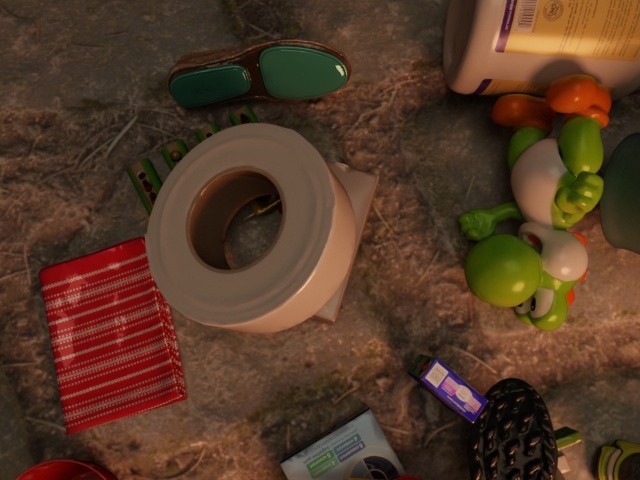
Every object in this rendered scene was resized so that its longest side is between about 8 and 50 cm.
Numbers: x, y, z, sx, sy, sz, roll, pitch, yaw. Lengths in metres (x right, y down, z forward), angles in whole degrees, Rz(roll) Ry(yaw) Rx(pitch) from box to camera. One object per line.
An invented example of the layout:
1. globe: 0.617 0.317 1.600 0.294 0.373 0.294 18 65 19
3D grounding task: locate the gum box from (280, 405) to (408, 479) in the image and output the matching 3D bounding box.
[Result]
1. gum box: 0.053 0.371 0.662 0.156 0.041 0.185 -30 79 -5

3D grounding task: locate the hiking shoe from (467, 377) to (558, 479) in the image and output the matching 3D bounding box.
1. hiking shoe: 0.266 0.351 0.624 0.113 0.132 0.304 0 74 19

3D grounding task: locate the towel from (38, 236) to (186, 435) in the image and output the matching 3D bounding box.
1. towel: -0.339 0.147 0.719 0.198 0.031 0.275 -16 79 -2

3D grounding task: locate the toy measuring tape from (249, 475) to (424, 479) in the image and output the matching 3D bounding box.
1. toy measuring tape: 0.056 0.382 0.597 0.329 0.121 0.122 -5 78 16

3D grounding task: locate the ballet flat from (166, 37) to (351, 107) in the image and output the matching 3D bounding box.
1. ballet flat: -0.107 -0.303 0.772 0.315 0.108 0.106 -4 45 -1

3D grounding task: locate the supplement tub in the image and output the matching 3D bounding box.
1. supplement tub: 0.382 -0.345 0.699 0.330 0.241 0.241 5 79 1

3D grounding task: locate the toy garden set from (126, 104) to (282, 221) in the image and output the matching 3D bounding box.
1. toy garden set: -0.183 -0.099 0.755 0.244 0.049 0.204 -30 80 -5

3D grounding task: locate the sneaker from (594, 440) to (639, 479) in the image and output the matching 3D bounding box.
1. sneaker: 0.554 0.379 0.611 0.299 0.121 0.111 17 80 4

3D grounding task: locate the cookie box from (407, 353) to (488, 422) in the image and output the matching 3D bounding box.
1. cookie box: 0.182 0.214 0.658 0.091 0.107 0.040 40 81 7

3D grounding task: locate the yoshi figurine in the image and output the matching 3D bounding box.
1. yoshi figurine: 0.310 -0.047 0.669 0.202 0.203 0.363 4 90 22

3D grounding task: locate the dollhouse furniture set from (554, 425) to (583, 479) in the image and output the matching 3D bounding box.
1. dollhouse furniture set: 0.366 0.356 0.642 0.058 0.076 0.152 -18 78 -2

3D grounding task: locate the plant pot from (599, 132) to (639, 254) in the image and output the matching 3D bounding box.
1. plant pot: 0.555 -0.057 0.608 0.271 0.255 0.272 -7 103 -33

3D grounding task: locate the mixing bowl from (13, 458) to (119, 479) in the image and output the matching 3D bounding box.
1. mixing bowl: -0.350 0.394 0.634 0.181 0.098 0.182 0 80 1

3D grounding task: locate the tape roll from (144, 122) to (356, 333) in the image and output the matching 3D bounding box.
1. tape roll: -0.099 -0.015 0.625 0.286 0.100 0.287 -6 72 19

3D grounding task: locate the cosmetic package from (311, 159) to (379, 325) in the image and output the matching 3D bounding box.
1. cosmetic package: 0.000 0.000 0.708 0.127 0.107 0.238 19 77 6
